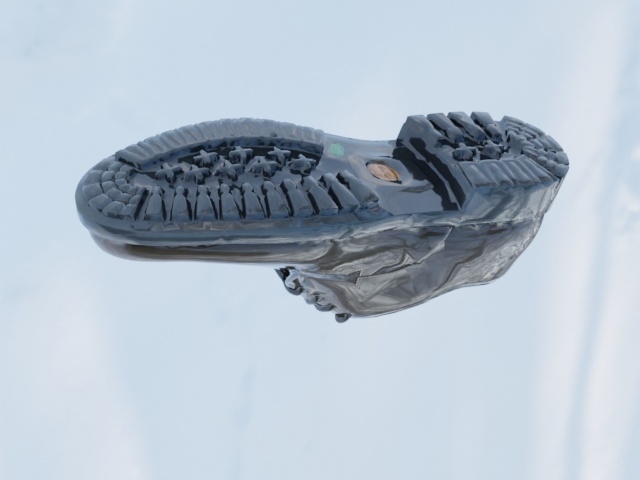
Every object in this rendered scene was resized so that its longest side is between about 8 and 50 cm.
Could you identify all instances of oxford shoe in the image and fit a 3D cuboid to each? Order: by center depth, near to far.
[{"bbox_3d":[0.000,0.000,0.718,0.227,0.083,0.096,0,127,-22],"label":"oxford shoe"}]
